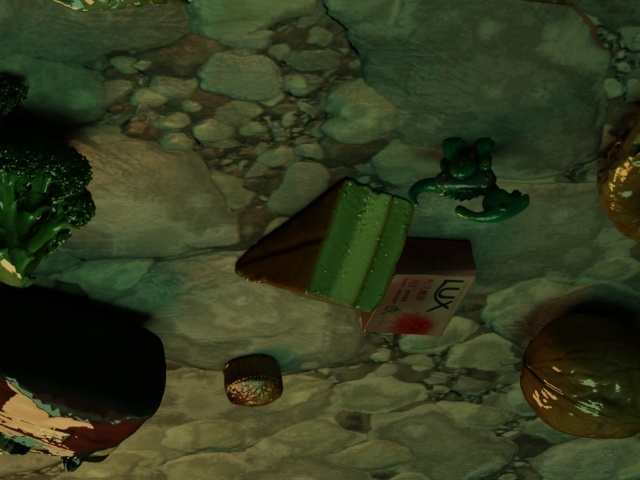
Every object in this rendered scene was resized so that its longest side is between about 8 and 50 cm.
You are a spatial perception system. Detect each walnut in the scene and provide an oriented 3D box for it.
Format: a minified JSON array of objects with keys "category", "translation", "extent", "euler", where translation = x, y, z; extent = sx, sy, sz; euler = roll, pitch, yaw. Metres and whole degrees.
[{"category":"walnut","translation":[0.358,0.180,2.229],"extent":[0.207,0.167,0.167],"euler":[14,143,-24]}]

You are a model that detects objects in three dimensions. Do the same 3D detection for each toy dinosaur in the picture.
[{"category":"toy dinosaur","translation":[0.162,-0.060,1.877],"extent":[0.132,0.096,0.059],"euler":[-6,147,-4]}]

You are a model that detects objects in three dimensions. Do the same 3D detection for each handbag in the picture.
[{"category":"handbag","translation":[-0.334,0.181,2.108],"extent":[0.254,0.181,0.181],"euler":[18,139,-28]}]

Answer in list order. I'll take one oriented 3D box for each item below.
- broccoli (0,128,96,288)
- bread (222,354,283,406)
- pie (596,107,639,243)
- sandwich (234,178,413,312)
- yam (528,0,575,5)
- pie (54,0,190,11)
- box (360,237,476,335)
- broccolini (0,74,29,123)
[{"category":"broccoli","translation":[-0.326,-0.040,1.785],"extent":[0.195,0.156,0.195],"euler":[15,155,7]},{"category":"bread","translation":[-0.090,0.195,2.279],"extent":[0.085,0.053,0.085],"euler":[-4,148,-2]},{"category":"pie","translation":[0.470,-0.086,1.901],"extent":[0.340,0.083,0.339],"euler":[-6,149,-4]},{"category":"sandwich","translation":[0.000,0.000,2.025],"extent":[0.117,0.144,0.187],"euler":[20,175,-35]},{"category":"yam","translation":[0.177,-0.247,1.642],"extent":[0.145,0.032,0.032],"euler":[4,147,-15]},{"category":"pie","translation":[-0.176,-0.295,1.462],"extent":[0.308,0.085,0.308],"euler":[-4,149,-2]},{"category":"box","translation":[0.118,0.059,2.093],"extent":[0.111,0.060,0.156],"euler":[2,148,-14]},{"category":"broccolini","translation":[-0.384,-0.129,1.750],"extent":[0.194,0.054,0.052],"euler":[-20,113,30]}]
